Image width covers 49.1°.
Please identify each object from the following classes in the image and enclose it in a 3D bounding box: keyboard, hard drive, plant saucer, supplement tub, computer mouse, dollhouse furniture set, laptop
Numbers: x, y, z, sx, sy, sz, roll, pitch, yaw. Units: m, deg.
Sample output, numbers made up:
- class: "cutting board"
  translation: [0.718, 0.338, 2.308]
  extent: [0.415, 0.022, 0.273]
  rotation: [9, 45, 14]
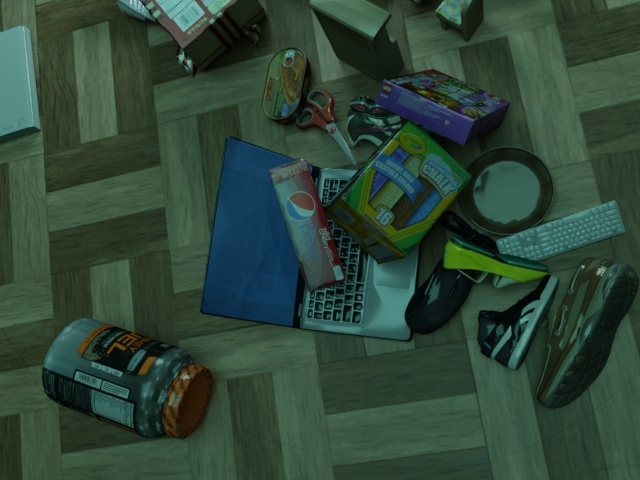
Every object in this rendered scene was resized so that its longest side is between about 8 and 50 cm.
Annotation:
- class: "keyboard"
  translation: [0.504, -0.009, 1.475]
  extent: [0.256, 0.014, 0.072]
  rotation: [-20, 107, 10]
- class: "hard drive"
  translation: [-0.880, -0.420, 1.925]
  extent: [0.203, 0.040, 0.308]
  rotation: [-15, 75, 12]
- class: "plant saucer"
  translation: [0.405, -0.106, 1.526]
  extent: [0.198, 0.036, 0.199]
  rotation: [-3, 79, 13]
- class: "supplement tub"
  translation: [-0.428, 0.314, 1.572]
  extent: [0.338, 0.207, 0.207]
  rotation: [15, 83, 16]
- class: "computer mouse"
  translation: [0.252, 0.069, 1.471]
  extent: [0.184, 0.060, 0.262]
  rotation: [40, 91, -19]
- class: "dollhouse furniture set"
  translation: [0.179, -0.590, 1.566]
  extent: [0.362, 0.256, 0.394]
  rotation: [34, 89, 18]
- class: "laptop"
  translation: [0.000, 0.000, 1.507]
  extent: [0.407, 0.236, 0.382]
  rotation: [5, 81, 16]

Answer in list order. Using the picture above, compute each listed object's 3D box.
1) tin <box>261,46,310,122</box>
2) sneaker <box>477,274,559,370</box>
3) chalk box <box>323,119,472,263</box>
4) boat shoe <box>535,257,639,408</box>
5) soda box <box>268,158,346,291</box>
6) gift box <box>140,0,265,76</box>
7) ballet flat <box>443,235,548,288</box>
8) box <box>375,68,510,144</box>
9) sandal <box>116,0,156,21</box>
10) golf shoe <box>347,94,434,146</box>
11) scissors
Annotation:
- class: "tin"
  translation: [-0.083, -0.375, 1.698]
  extent: [0.106, 0.040, 0.190]
  rotation: [5, 78, 22]
- class: "sneaker"
  translation: [0.399, 0.148, 1.456]
  extent: [0.121, 0.079, 0.217]
  rotation: [25, 80, 27]
- class: "chalk box"
  translation: [0.175, -0.118, 1.464]
  extent: [0.179, 0.180, 0.289]
  rotation: [43, 77, -5]
- class: "boat shoe"
  translation: [0.516, 0.183, 1.411]
  extent: [0.116, 0.123, 0.324]
  rotation: [33, 99, 51]
- class: "soda box"
  translation: [-0.025, -0.030, 1.441]
  extent: [0.083, 0.092, 0.263]
  rotation: [-18, 88, 1]
- class: "gift box"
  translation: [-0.290, -0.562, 1.692]
  extent: [0.255, 0.258, 0.276]
  rotation: [-36, 92, 4]
- class: "ballet flat"
  translation: [0.355, 0.056, 1.444]
  extent: [0.231, 0.077, 0.077]
  rotation: [16, 103, -14]
- class: "box"
  translation: [0.265, -0.289, 1.473]
  extent: [0.201, 0.293, 0.057]
  rotation: [29, 118, 17]
- class: "sandal"
  translation: [-0.506, -0.649, 1.851]
  extent: [0.265, 0.076, 0.102]
  rotation: [28, 72, 4]
- class: "golf shoe"
  translation: [0.193, -0.255, 1.594]
  extent: [0.272, 0.105, 0.120]
  rotation: [13, 104, 18]
- class: "scissors"
  translation: [0.029, -0.267, 1.593]
  extent: [0.109, 0.021, 0.297]
  rotation: [-53, 40, 5]
